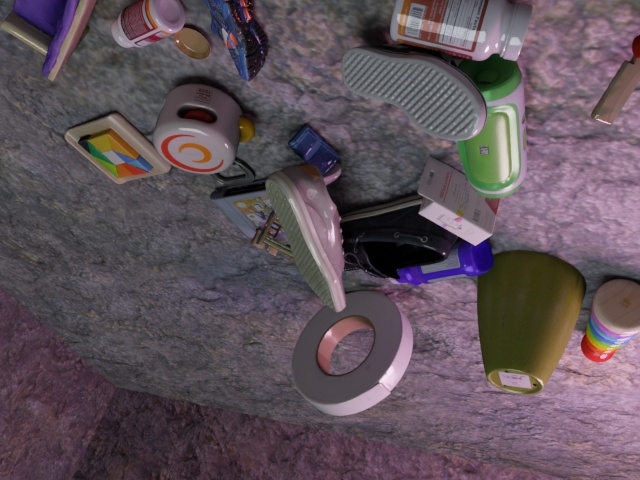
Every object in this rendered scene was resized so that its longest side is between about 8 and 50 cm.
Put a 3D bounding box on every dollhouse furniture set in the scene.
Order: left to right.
[{"bbox_3d":[-0.078,0.004,1.888,0.181,0.101,0.161,28,173,-13],"label":"dollhouse furniture set"}]

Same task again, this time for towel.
[{"bbox_3d":[-0.015,-0.207,1.615,0.119,0.067,0.029,40,-176,-30],"label":"towel"}]

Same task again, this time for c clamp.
[{"bbox_3d":[-0.255,-0.187,1.825,0.160,0.022,0.137,-1,143,32],"label":"c clamp"}]

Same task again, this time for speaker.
[{"bbox_3d":[0.329,-0.215,1.345,0.131,0.131,0.297,6,146,23],"label":"speaker"}]

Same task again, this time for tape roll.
[{"bbox_3d":[0.090,0.326,2.068,0.392,0.392,0.072,-7,139,37],"label":"tape roll"}]

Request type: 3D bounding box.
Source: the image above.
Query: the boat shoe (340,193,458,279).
[{"bbox_3d":[0.143,0.019,1.776,0.186,0.156,0.500,29,150,-33],"label":"boat shoe"}]

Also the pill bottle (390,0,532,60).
[{"bbox_3d":[0.233,-0.369,1.165,0.216,0.121,0.121,16,149,7],"label":"pill bottle"}]

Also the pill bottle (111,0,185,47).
[{"bbox_3d":[-0.354,-0.445,1.422,0.152,0.086,0.086,-8,139,38],"label":"pill bottle"}]

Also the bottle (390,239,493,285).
[{"bbox_3d":[0.299,0.061,1.800,0.282,0.118,0.092,-14,91,44],"label":"bottle"}]

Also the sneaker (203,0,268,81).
[{"bbox_3d":[-0.167,-0.414,1.386,0.087,0.083,0.221,20,146,27],"label":"sneaker"}]

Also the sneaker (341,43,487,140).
[{"bbox_3d":[0.188,-0.278,1.239,0.321,0.127,0.126,37,131,37],"label":"sneaker"}]

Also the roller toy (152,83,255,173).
[{"bbox_3d":[-0.276,-0.259,1.606,0.209,0.146,0.191,-11,146,33],"label":"roller toy"}]

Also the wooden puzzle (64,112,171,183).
[{"bbox_3d":[-0.554,-0.238,1.898,0.238,0.044,0.221,-9,138,39],"label":"wooden puzzle"}]

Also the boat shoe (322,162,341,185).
[{"bbox_3d":[-0.027,-0.136,1.699,0.184,0.066,0.063,-20,133,17],"label":"boat shoe"}]

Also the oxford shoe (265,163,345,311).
[{"bbox_3d":[0.000,0.000,1.685,0.169,0.130,0.449,31,149,45],"label":"oxford shoe"}]

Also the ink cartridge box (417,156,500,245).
[{"bbox_3d":[0.296,-0.089,1.567,0.198,0.115,0.067,29,148,-12],"label":"ink cartridge box"}]

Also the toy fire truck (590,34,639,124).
[{"bbox_3d":[0.583,-0.265,1.118,0.217,0.159,0.246,32,159,-19],"label":"toy fire truck"}]

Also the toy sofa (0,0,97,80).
[{"bbox_3d":[-0.516,-0.488,1.363,0.150,0.177,0.362,32,148,-19],"label":"toy sofa"}]

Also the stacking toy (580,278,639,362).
[{"bbox_3d":[0.746,0.226,1.804,0.141,0.141,0.330,11,155,15],"label":"stacking toy"}]

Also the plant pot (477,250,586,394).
[{"bbox_3d":[0.507,0.223,1.757,0.274,0.294,0.275,15,149,10],"label":"plant pot"}]

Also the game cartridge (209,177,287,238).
[{"bbox_3d":[-0.135,-0.082,1.891,0.297,0.062,0.198,-7,135,37],"label":"game cartridge"}]

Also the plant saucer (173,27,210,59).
[{"bbox_3d":[-0.269,-0.420,1.479,0.083,0.015,0.083,15,148,10],"label":"plant saucer"}]
